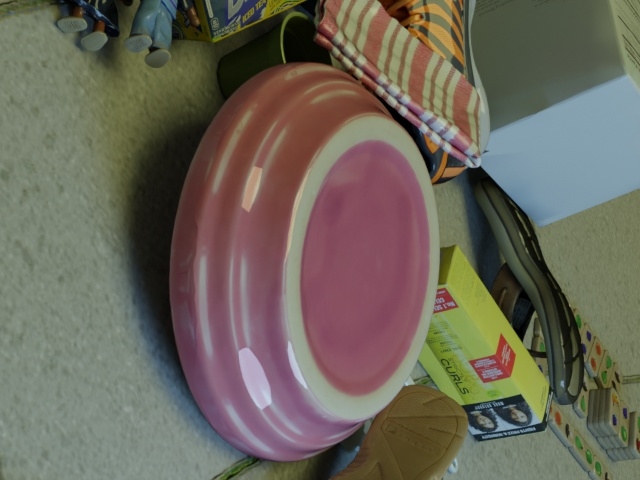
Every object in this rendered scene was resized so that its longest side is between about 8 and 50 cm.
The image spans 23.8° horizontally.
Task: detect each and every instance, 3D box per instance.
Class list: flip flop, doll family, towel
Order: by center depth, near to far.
[{"bbox_3d":[-0.165,-0.216,1.156,0.193,0.076,0.111,50,34,-45],"label":"doll family"},{"bbox_3d":[0.075,-0.157,1.363,0.197,0.029,0.144,38,27,-16],"label":"towel"},{"bbox_3d":[0.220,0.059,1.688,0.112,0.080,0.277,27,39,-66],"label":"flip flop"}]

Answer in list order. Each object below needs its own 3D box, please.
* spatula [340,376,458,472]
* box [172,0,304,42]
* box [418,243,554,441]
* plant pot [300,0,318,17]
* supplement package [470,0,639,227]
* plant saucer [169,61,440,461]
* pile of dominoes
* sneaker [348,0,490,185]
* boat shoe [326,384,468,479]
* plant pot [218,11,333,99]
[{"bbox_3d":[0.072,0.172,1.440,0.242,0.019,0.168,60,33,-26],"label":"spatula"},{"bbox_3d":[-0.054,-0.223,1.292,0.169,0.054,0.059,-31,118,-36],"label":"box"},{"bbox_3d":[0.149,0.107,1.531,0.232,0.087,0.058,55,36,-33],"label":"box"},{"bbox_3d":[0.010,-0.342,1.410,0.167,0.188,0.187,23,58,-39],"label":"plant pot"},{"bbox_3d":[0.274,-0.197,1.720,0.198,0.199,0.263,40,36,-45],"label":"supplement package"},{"bbox_3d":[0.007,0.020,1.248,0.332,0.084,0.332,-12,105,-56],"label":"plant saucer"},{"bbox_3d":[0.331,0.174,1.855,0.251,0.040,0.196,50,39,-38],"label":"pile of dominoes"},{"bbox_3d":[0.080,-0.208,1.508,0.180,0.124,0.321,-27,101,-60],"label":"sneaker"},{"bbox_3d":[0.038,0.238,1.282,0.285,0.103,0.092,-51,159,-45],"label":"boat shoe"},{"bbox_3d":[-0.043,-0.148,1.319,0.083,0.079,0.083,30,54,-52],"label":"plant pot"}]
